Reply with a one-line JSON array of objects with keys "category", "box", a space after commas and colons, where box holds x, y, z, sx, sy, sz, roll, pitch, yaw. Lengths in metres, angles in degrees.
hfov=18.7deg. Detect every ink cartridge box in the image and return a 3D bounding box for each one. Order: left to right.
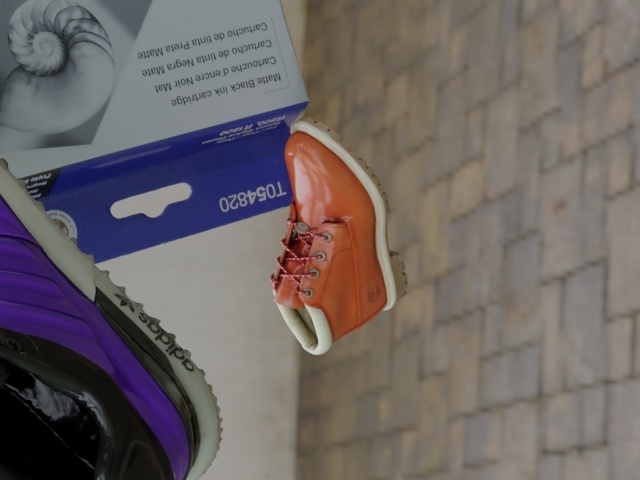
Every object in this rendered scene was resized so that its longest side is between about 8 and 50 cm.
[{"category": "ink cartridge box", "box": [-0.121, -0.105, 1.204, 0.045, 0.223, 0.224, -7, 100, 63]}]

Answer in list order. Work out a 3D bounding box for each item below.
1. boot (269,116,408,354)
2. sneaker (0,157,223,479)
[{"category": "boot", "box": [0.000, 0.000, 1.213, 0.059, 0.084, 0.158, 25, 144, 45]}, {"category": "sneaker", "box": [-0.185, 0.037, 0.954, 0.102, 0.293, 0.146, -53, -4, 24]}]
